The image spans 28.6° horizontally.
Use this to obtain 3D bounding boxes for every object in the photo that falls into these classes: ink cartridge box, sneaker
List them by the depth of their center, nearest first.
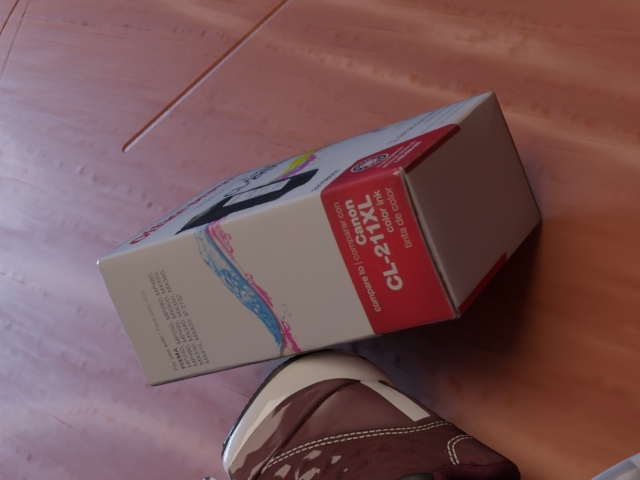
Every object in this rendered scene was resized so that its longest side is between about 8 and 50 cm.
[{"bbox_3d":[-0.011,0.187,0.519,0.162,0.106,0.281,21,76,42],"label":"sneaker"},{"bbox_3d":[0.000,0.000,0.608,0.175,0.072,0.127,-15,14,31],"label":"ink cartridge box"}]

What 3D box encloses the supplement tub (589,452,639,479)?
[{"bbox_3d":[0.148,0.164,0.391,0.117,0.117,0.190,-40,44,11],"label":"supplement tub"}]
